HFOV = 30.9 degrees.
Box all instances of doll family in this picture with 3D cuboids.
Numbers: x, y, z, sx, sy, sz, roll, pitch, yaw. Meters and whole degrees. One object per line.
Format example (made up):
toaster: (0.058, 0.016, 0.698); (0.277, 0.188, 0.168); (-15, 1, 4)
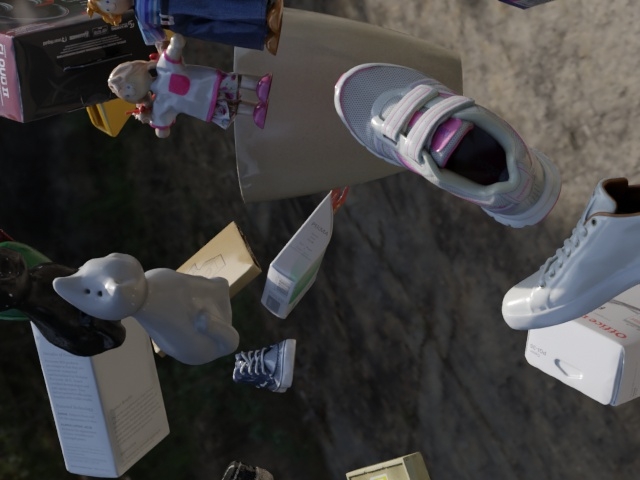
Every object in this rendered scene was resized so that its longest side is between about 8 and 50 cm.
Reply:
doll family: (-0.109, -0.211, 0.946); (0.263, 0.163, 0.118); (103, 176, -47)

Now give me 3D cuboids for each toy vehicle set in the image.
toy vehicle set: (0.132, 0.467, 2.020); (0.267, 0.035, 0.165); (-39, 68, 64)

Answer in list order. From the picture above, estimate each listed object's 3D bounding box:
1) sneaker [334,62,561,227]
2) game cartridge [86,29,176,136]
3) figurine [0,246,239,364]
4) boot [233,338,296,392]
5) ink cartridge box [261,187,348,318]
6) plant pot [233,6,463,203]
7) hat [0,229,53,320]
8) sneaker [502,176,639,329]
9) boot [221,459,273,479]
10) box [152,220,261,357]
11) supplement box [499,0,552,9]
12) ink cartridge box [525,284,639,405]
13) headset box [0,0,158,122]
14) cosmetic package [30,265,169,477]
sneaker: (0.119, -0.108, 1.143); (0.252, 0.103, 0.111); (29, -179, 18)
game cartridge: (-0.272, -0.344, 1.839); (0.053, 0.323, 0.285); (30, 167, 3)
figurine: (-0.209, 0.055, 1.072); (0.209, 0.215, 0.092); (28, -113, -61)
boot: (-0.086, 0.190, 1.746); (0.190, 0.086, 0.069); (110, 167, -67)
ink cartridge box: (0.000, 0.000, 1.762); (0.056, 0.224, 0.181); (38, 159, 8)
plant pot: (0.040, -0.176, 1.472); (0.256, 0.274, 0.256); (-1, -90, -88)
hat: (-0.458, 0.007, 1.759); (0.173, 0.209, 0.183); (-142, 52, -59)
sneaker: (0.306, -0.003, 1.282); (0.290, 0.106, 0.123); (-31, 104, 31)
boot: (-0.234, 0.307, 1.123); (0.284, 0.377, 0.138); (32, 140, 3)
box: (-0.187, 0.072, 1.785); (0.021, 0.201, 0.164); (47, -175, -29)
supplement box: (0.324, -0.364, 1.400); (0.220, 0.111, 0.113); (-9, 90, 27)
ink cartridge box: (0.530, 0.165, 2.017); (0.207, 0.283, 0.117); (28, 122, 46)
headset box: (-0.359, -0.242, 1.470); (0.293, 0.218, 0.110); (19, 120, 40)
cosmetic package: (-0.262, 0.154, 1.379); (0.086, 0.117, 0.231); (-1, 109, 27)
